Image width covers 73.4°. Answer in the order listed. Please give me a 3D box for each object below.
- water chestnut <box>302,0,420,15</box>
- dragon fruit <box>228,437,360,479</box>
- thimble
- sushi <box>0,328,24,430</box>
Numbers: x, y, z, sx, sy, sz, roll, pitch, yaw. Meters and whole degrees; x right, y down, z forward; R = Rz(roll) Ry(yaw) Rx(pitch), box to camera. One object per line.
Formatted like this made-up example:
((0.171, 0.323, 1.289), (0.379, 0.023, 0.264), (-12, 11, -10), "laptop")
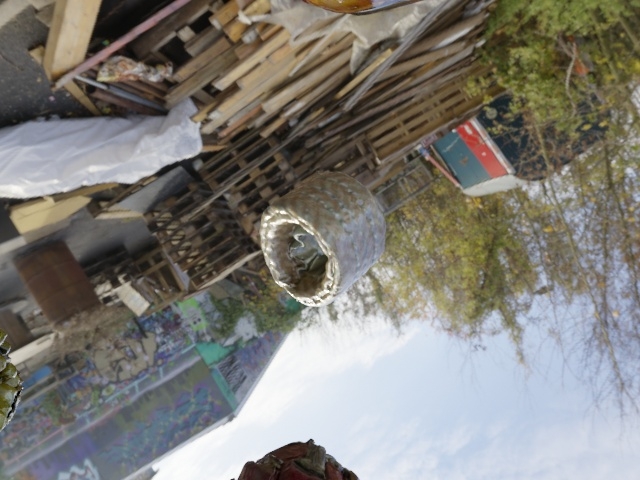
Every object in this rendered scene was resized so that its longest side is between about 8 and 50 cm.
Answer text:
((0.050, -0.385, 0.335), (0.334, 0.347, 0.336), (-21, -135, 23), "water chestnut")
((-0.046, 0.529, 0.737), (0.329, 0.329, 0.329), (-32, 179, 0), "dragon fruit")
((0.004, 0.000, 0.759), (0.148, 0.195, 0.229), (-36, 146, -33), "thimble")
((-0.471, 0.197, 0.475), (0.179, 0.167, 0.296), (-27, 157, 16), "sushi")
